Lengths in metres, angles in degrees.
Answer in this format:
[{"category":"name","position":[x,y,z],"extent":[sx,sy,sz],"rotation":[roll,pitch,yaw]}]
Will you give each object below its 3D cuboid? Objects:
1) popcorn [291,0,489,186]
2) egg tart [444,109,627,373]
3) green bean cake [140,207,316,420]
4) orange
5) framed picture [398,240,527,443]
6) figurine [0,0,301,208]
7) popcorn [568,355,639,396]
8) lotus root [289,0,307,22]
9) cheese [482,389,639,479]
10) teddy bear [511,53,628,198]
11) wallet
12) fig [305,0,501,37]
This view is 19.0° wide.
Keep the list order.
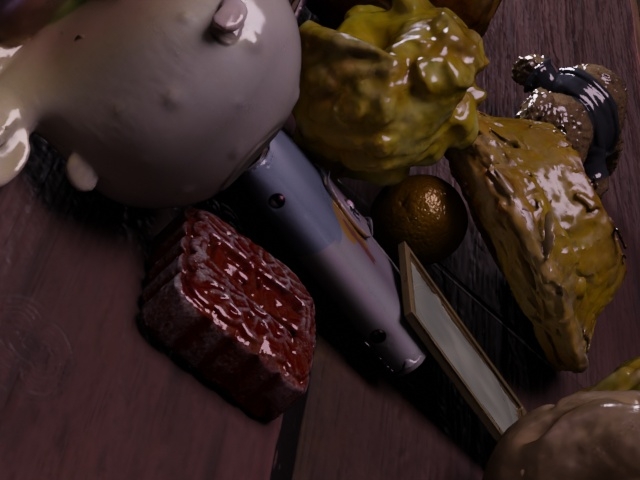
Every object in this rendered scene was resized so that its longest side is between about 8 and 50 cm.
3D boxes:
[{"category":"popcorn","position":[0.055,-0.126,1.641],"extent":[0.197,0.197,0.155],"rotation":[-46,126,-66]},{"category":"egg tart","position":[0.206,-0.017,1.769],"extent":[0.295,0.116,0.295],"rotation":[61,3,-6]},{"category":"green bean cake","position":[-0.063,0.049,1.389],"extent":[0.135,0.056,0.135],"rotation":[37,26,-20]},{"category":"orange","position":[0.090,-0.017,1.712],"extent":[0.095,0.085,0.085],"rotation":[31,27,-59]},{"category":"framed picture","position":[0.124,0.105,1.602],"extent":[0.201,0.010,0.136],"rotation":[54,13,-21]},{"category":"figurine","position":[-0.211,-0.170,1.370],"extent":[0.394,0.226,0.274],"rotation":[40,53,-2]},{"category":"popcorn","position":[0.310,0.192,1.624],"extent":[0.233,0.192,0.266],"rotation":[31,4,-28]},{"category":"lotus root","position":[-0.078,-0.259,1.630],"extent":[0.192,0.272,0.272],"rotation":[31,26,-3]},{"category":"cheese","position":[0.236,0.213,1.459],"extent":[0.235,0.218,0.117],"rotation":[30,17,13]},{"category":"teddy bear","position":[0.290,-0.143,2.176],"extent":[0.182,0.129,0.251],"rotation":[47,23,4]},{"category":"wallet","position":[0.000,0.000,1.555],"extent":[0.231,0.069,0.170],"rotation":[51,12,-19]},{"category":"fig","position":[0.112,-0.362,1.902],"extent":[0.286,0.368,0.286],"rotation":[42,2,-2]}]
